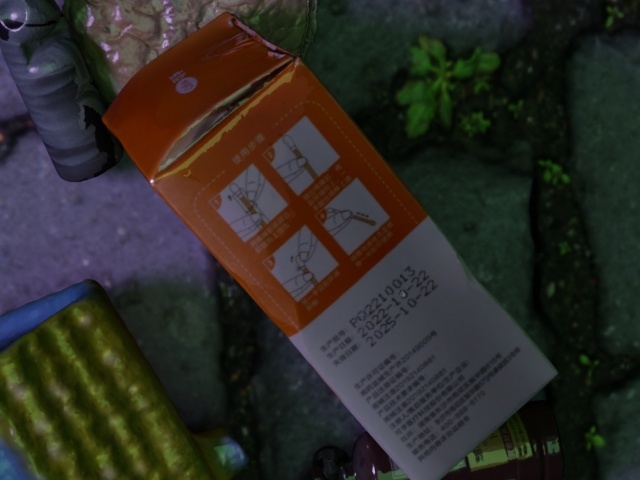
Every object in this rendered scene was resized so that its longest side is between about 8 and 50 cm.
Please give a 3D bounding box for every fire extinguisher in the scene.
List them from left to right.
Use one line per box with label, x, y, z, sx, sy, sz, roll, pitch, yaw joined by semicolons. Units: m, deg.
fire extinguisher;0.081;0.209;1.446;0.252;0.075;0.106;-10;100;-7

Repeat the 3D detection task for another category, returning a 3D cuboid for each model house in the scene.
model house;-0.224;0.190;1.337;0.303;0.215;0.237;-32;101;-8

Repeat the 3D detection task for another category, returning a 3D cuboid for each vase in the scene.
vase;-0.219;-0.148;1.328;0.060;0.060;0.211;-23;118;-5

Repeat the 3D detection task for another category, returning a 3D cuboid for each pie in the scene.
pie;-0.095;-0.182;1.374;0.218;0.052;0.185;-38;101;-3

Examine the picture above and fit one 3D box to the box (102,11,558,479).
box;0.000;0.000;1.302;0.143;0.225;0.341;-42;113;-1
